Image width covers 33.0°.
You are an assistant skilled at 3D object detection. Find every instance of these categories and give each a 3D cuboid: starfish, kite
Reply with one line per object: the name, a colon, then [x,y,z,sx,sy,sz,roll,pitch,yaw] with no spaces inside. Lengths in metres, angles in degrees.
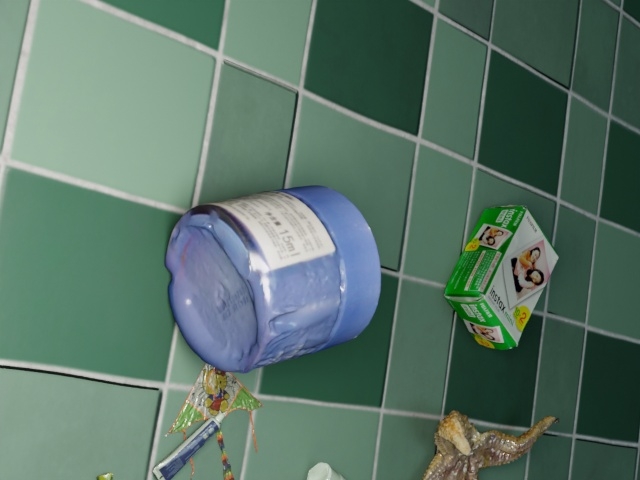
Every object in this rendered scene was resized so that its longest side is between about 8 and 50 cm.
starfish: [0.285,0.446,2.032,0.398,0.132,0.383,43,67,-53]
kite: [-0.155,0.292,1.646,0.198,0.006,0.244,-14,101,-46]

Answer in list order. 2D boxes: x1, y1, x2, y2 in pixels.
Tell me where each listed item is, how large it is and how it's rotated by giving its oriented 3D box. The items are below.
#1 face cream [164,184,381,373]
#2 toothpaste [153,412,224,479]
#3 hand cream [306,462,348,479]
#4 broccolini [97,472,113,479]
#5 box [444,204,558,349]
face cream: [-0.074,0.053,1.557,0.225,0.249,0.249,-11,99,-41]
toothpaste: [-0.191,0.303,1.589,0.140,0.021,0.037,-43,121,-29]
hand cream: [0.047,0.443,1.835,0.205,0.050,0.078,50,54,-40]
broccolini: [-0.286,0.439,1.487,0.054,0.051,0.239,-5,94,-2]
box: [0.356,0.070,2.115,0.180,0.103,0.250,49,57,-34]
